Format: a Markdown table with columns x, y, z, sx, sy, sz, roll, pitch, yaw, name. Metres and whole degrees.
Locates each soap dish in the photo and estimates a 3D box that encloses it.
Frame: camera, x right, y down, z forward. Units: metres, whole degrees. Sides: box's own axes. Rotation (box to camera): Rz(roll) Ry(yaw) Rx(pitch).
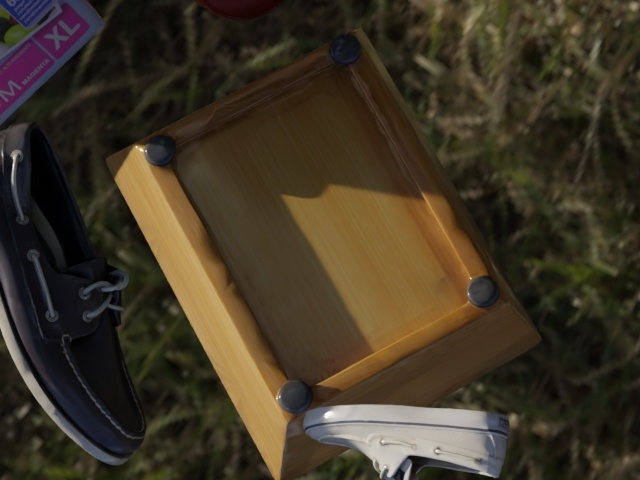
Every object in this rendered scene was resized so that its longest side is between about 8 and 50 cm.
| x | y | z | sx | sy | sz | roll | pitch | yaw | name |
| --- | --- | --- | --- | --- | --- | --- | --- | --- | --- |
| 0.000 | 0.000 | 1.326 | 0.291 | 0.229 | 0.118 | 61 | 173 | 14 | soap dish |

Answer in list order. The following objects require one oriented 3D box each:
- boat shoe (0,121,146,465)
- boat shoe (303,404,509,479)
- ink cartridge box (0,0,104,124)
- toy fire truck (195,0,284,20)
| x | y | z | sx | sy | sz | roll | pitch | yaw | name |
| --- | --- | --- | --- | --- | --- | --- | --- | --- | --- |
| -0.146 | 0.028 | 1.011 | 0.065 | 0.075 | 0.206 | -29 | 85 | 17 | boat shoe |
| 0.037 | 0.095 | 0.811 | 0.100 | 0.035 | 0.035 | 1 | 166 | 21 | boat shoe |
| -0.309 | -0.186 | 1.314 | 0.065 | 0.186 | 0.311 | 46 | 180 | 34 | ink cartridge box |
| -0.048 | -0.325 | 1.368 | 0.169 | 0.302 | 0.254 | 39 | 142 | 53 | toy fire truck |
